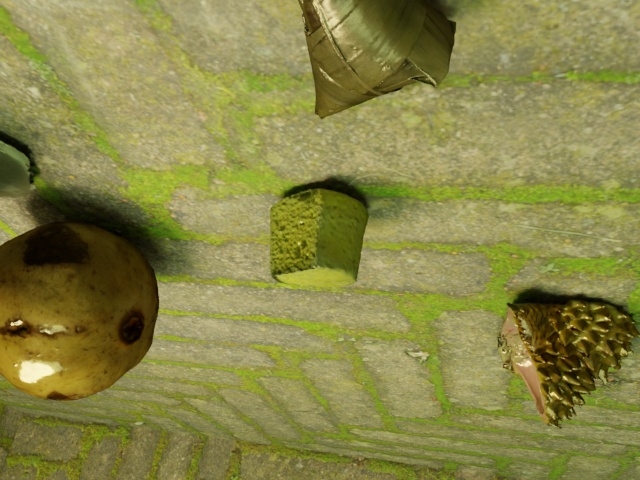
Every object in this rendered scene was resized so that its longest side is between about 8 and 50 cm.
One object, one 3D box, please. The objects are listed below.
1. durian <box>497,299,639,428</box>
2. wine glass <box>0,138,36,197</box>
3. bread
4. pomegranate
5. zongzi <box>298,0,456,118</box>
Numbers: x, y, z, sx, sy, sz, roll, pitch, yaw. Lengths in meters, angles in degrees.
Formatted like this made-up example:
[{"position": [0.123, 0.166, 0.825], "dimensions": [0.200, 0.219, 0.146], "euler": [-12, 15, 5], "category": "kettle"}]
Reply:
[{"position": [0.407, 0.175, 1.044], "dimensions": [0.196, 0.185, 0.305], "euler": [-17, 140, 3], "category": "durian"}, {"position": [-0.495, 0.033, 0.817], "dimensions": [0.191, 0.356, 0.190], "euler": [10, 154, 5], "category": "wine glass"}, {"position": [0.000, 0.000, 0.838], "dimensions": [0.111, 0.114, 0.129], "euler": [24, 154, -36], "category": "bread"}, {"position": [-0.387, 0.102, 1.012], "dimensions": [0.282, 0.281, 0.281], "euler": [9, 152, 5], "category": "pomegranate"}, {"position": [0.004, -0.176, 0.550], "dimensions": [0.160, 0.078, 0.176], "euler": [38, 151, -31], "category": "zongzi"}]
